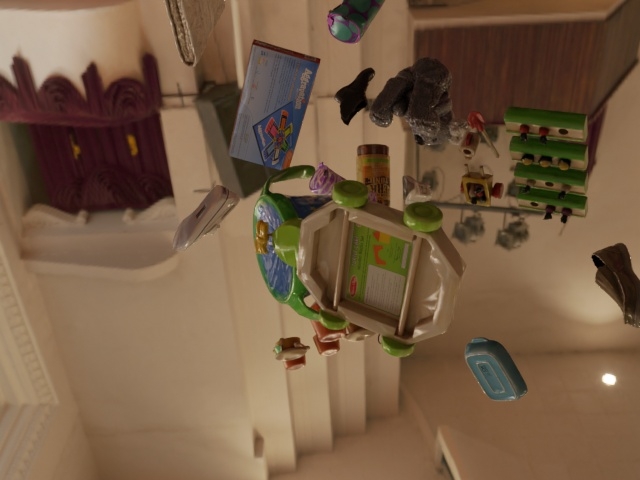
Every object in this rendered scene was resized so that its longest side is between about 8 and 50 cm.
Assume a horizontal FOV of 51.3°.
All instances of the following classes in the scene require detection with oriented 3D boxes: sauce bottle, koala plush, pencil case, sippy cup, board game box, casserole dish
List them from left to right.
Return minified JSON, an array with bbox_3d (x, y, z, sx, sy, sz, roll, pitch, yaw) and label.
[{"bbox_3d":[-0.106,-0.285,1.451,0.145,0.281,0.027,16,-141,-6],"label":"board game box"},{"bbox_3d":[0.000,0.000,1.411,0.224,0.305,0.240,-11,-163,-23],"label":"sippy cup"},{"bbox_3d":[0.063,-0.138,1.862,0.086,0.206,0.088,-20,-130,47],"label":"pencil case"},{"bbox_3d":[0.071,-0.410,1.129,0.070,0.064,0.151,34,-108,-11],"label":"pencil case"},{"bbox_3d":[0.171,-0.133,2.128,0.112,0.344,0.111,-2,178,0],"label":"sauce bottle"},{"bbox_3d":[0.274,-0.321,1.675,0.196,0.221,0.203,20,-104,43],"label":"koala plush"},{"bbox_3d":[0.410,0.314,1.579,0.114,0.188,0.037,-19,-163,47],"label":"casserole dish"}]

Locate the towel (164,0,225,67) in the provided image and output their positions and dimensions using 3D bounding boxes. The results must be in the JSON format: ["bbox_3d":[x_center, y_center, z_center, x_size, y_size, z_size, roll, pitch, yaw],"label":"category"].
[{"bbox_3d":[-0.236,-0.490,1.249,0.049,0.282,0.187,13,-120,9],"label":"towel"}]

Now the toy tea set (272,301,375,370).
[{"bbox_3d":[-0.021,0.243,1.805,0.336,0.200,0.124,-30,-118,30],"label":"toy tea set"}]

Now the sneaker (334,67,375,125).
[{"bbox_3d":[0.107,-0.399,1.840,0.170,0.051,0.089,-39,-112,-11],"label":"sneaker"}]

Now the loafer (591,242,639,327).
[{"bbox_3d":[0.675,0.105,1.521,0.088,0.094,0.251,-8,-146,15],"label":"loafer"}]

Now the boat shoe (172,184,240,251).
[{"bbox_3d":[-0.349,-0.058,2.040,0.088,0.267,0.096,26,-156,-39],"label":"boat shoe"}]

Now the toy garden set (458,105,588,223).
[{"bbox_3d":[0.298,-0.108,1.022,0.204,0.244,0.049,13,-114,29],"label":"toy garden set"}]

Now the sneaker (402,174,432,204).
[{"bbox_3d":[0.200,-0.106,1.383,0.061,0.053,0.152,-1,177,10],"label":"sneaker"}]

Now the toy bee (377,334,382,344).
[{"bbox_3d":[0.262,0.156,1.937,0.162,0.298,0.195,14,-175,-17],"label":"toy bee"}]

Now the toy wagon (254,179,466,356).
[{"bbox_3d":[0.055,0.032,1.070,0.345,0.267,0.068,20,-144,20],"label":"toy wagon"}]
